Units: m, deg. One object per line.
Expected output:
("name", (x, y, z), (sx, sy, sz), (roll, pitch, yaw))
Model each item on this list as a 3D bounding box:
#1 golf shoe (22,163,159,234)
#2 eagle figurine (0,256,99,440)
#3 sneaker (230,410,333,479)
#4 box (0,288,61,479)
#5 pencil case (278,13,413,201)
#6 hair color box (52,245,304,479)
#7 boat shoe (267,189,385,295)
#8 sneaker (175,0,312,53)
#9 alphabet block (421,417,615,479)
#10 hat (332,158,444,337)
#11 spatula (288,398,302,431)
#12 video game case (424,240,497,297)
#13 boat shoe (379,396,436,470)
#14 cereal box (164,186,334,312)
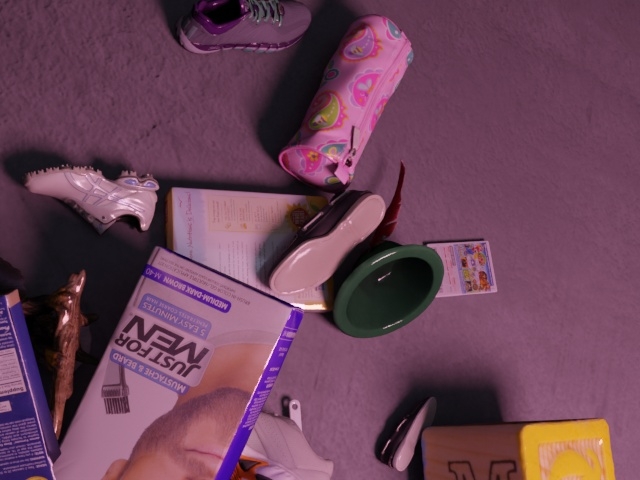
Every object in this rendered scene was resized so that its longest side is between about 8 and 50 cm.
("golf shoe", (-0.302, -0.052, 1.094), (0.176, 0.069, 0.085), (5, 81, -23))
("eagle figurine", (-0.420, 0.092, 0.960), (0.299, 0.225, 0.226), (2, 30, 5))
("sneaker", (-0.097, 0.258, 1.095), (0.262, 0.099, 0.121), (43, 36, 6))
("box", (-0.357, 0.172, 0.862), (0.137, 0.036, 0.225), (-11, 99, 2))
("pencil case", (0.045, -0.206, 1.261), (0.124, 0.124, 0.284), (32, 65, -15))
("hair color box", (-0.174, 0.198, 0.981), (0.185, 0.110, 0.338), (23, 87, 9))
("boat shoe", (0.000, 0.000, 1.177), (0.206, 0.065, 0.075), (-40, 129, -15))
("sneaker", (-0.099, -0.330, 1.239), (0.224, 0.098, 0.083), (-18, 85, -27))
("alphabet block", (0.281, 0.353, 1.173), (0.193, 0.197, 0.193), (4, 76, -35))
("hat", (0.076, 0.021, 1.267), (0.209, 0.173, 0.183), (-19, 45, -17))
("spatula", (-0.081, 0.340, 1.127), (0.168, 0.019, 0.241), (-1, 77, -20))
("video game case", (0.229, 0.046, 1.347), (0.122, 0.011, 0.087), (-3, 78, -26))
("boat shoe", (0.131, 0.282, 1.227), (0.125, 0.038, 0.046), (-57, 136, -24))
("cereal box", (-0.100, 0.017, 1.180), (0.240, 0.047, 0.172), (3, 76, -24))
